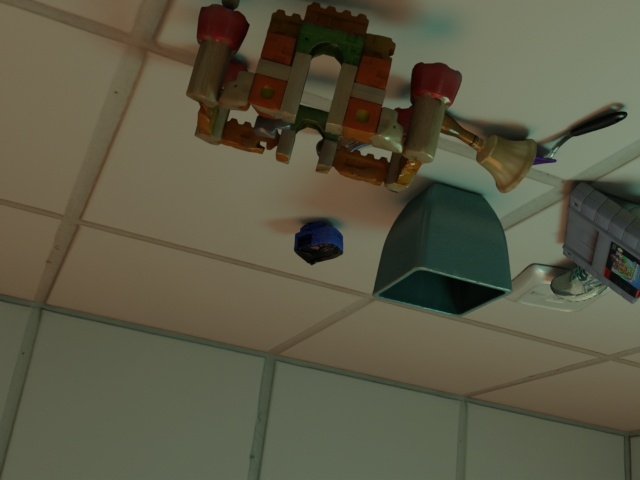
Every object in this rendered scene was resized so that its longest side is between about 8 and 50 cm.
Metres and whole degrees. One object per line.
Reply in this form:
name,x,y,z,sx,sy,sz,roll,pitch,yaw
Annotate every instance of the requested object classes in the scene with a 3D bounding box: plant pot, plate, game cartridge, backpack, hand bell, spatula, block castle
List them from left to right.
block castle,-0.002,-0.263,1.437,0.453,0.212,0.303,15,169,-1
backpack,0.000,0.000,2.186,0.120,0.101,0.098,-11,153,29
plant pot,0.294,0.013,1.933,0.247,0.252,0.248,15,156,-17
hand bell,0.302,-0.204,1.639,0.242,0.126,0.126,26,153,-15
plate,0.709,0.155,2.418,0.278,0.045,0.277,10,158,-6
spatula,0.499,-0.200,1.647,0.084,0.030,0.296,4,160,-31
game cartridge,0.686,0.018,1.923,0.230,0.068,0.355,45,172,27

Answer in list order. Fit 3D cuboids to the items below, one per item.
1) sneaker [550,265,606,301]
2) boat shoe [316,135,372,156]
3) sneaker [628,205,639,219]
sneaker,0.737,0.076,2.180,0.283,0.110,0.122,-21,130,40
boat shoe,0.063,-0.223,1.698,0.183,0.066,0.066,-17,144,25
sneaker,0.829,-0.060,1.831,0.263,0.099,0.121,3,148,-6
